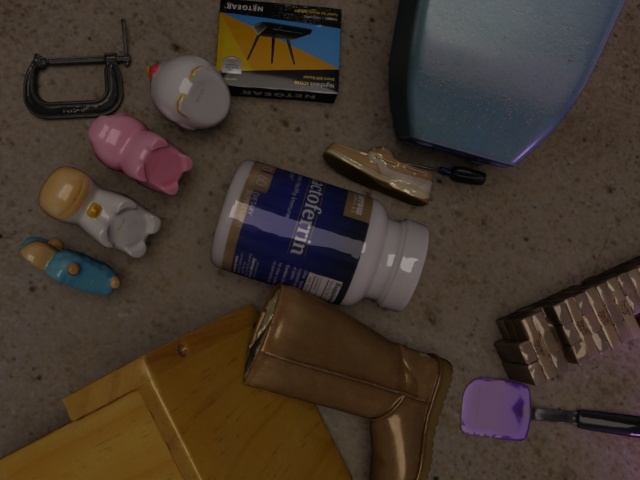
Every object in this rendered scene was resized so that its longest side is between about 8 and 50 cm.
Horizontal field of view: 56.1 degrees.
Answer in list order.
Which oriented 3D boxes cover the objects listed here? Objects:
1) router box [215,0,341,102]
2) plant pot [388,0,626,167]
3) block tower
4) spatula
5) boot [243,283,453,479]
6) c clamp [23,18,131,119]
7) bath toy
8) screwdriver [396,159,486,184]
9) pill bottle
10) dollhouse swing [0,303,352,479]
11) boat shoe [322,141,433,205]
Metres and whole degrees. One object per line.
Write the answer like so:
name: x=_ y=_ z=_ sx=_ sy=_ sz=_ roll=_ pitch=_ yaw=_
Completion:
router box: x=-0.061 y=-0.278 z=0.887 sx=0.178 sy=0.046 sz=0.133 roll=3 pitch=83 yaw=-5
plant pot: x=0.213 y=-0.238 z=0.816 sx=0.247 sy=0.248 sz=0.252 roll=16 pitch=98 yaw=-3
block tower: x=0.418 y=0.095 z=0.861 sx=0.335 sy=0.097 sz=0.091 roll=-23 pitch=86 yaw=-8
spatula: x=0.352 y=0.254 z=0.866 sx=0.296 sy=0.030 sz=0.084 roll=8 pitch=80 yaw=-4
boot: x=0.022 y=0.212 z=0.781 sx=0.269 sy=0.089 sz=0.236 roll=24 pitch=73 yaw=-19
c clamp: x=-0.352 y=-0.243 z=0.872 sx=0.160 sy=0.022 sz=0.137 roll=-10 pitch=89 yaw=-8
bath toy: x=-0.262 y=-0.106 z=0.816 sx=0.151 sy=0.129 sz=0.348 roll=39 pitch=81 yaw=-44
screwdriver: x=0.165 y=-0.111 z=0.903 sx=0.169 sy=0.024 sz=0.025 roll=15 pitch=52 yaw=4
pill bottle: x=0.000 y=0.000 z=0.806 sx=0.264 sy=0.153 sz=0.153 roll=17 pitch=82 yaw=-4
dollhouse swing: x=-0.188 y=0.327 z=0.770 sx=0.305 sy=0.315 sz=0.347 roll=-31 pitch=85 yaw=28
boat shoe: x=0.087 y=-0.107 z=0.875 sx=0.170 sy=0.063 sz=0.059 roll=24 pitch=79 yaw=-11
